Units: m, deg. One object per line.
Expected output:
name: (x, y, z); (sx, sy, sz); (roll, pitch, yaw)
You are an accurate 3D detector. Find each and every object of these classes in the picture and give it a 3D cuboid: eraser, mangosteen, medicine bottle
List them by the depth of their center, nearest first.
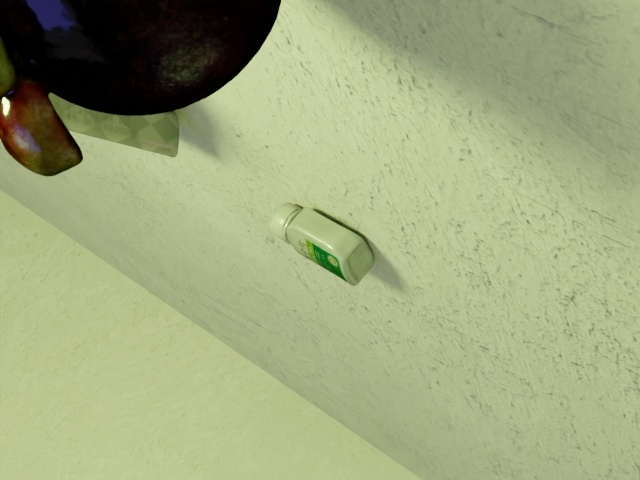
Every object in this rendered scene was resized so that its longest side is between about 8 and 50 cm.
mangosteen: (-0.241, -0.274, 1.096); (0.382, 0.435, 0.382); (34, 160, 14)
eraser: (-0.427, -0.243, 1.891); (0.213, 0.082, 0.397); (27, -172, 32)
medicine bottle: (0.000, 0.000, 1.917); (0.183, 0.069, 0.119); (31, 164, 32)
